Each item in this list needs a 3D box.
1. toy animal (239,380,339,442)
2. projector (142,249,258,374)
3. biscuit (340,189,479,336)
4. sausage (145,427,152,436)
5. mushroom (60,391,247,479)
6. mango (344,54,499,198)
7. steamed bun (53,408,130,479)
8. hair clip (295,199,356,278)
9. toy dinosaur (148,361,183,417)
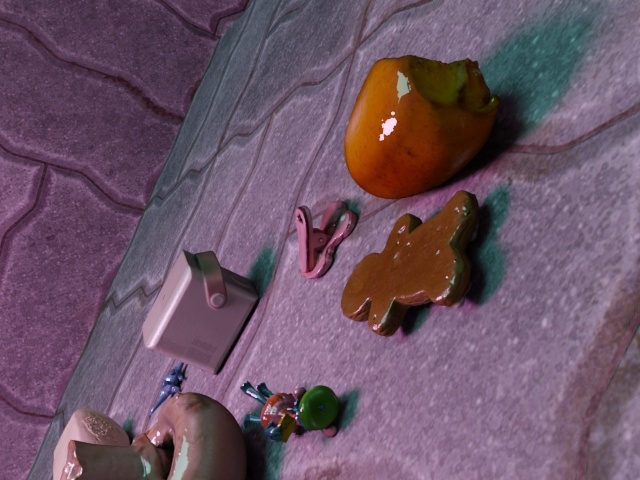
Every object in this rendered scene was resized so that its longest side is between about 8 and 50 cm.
[{"bbox_3d":[-0.058,0.265,1.197,0.103,0.100,0.208,-31,16,-34],"label":"toy animal"},{"bbox_3d":[-0.259,0.146,1.709,0.243,0.177,0.163,-62,23,7],"label":"projector"},{"bbox_3d":[0.123,0.044,1.105,0.301,0.049,0.197,-32,32,54],"label":"biscuit"},{"bbox_3d":[-0.327,0.513,1.545,0.112,0.112,0.328,-50,27,32],"label":"sausage"},{"bbox_3d":[-0.280,0.385,1.312,0.292,0.290,0.293,-49,28,39],"label":"mushroom"},{"bbox_3d":[0.123,-0.169,1.175,0.199,0.201,0.350,-40,2,-24],"label":"mango"},{"bbox_3d":[-0.598,0.571,2.041,0.200,0.154,0.250,-63,27,9],"label":"steamed bun"},{"bbox_3d":[0.011,0.000,1.451,0.123,0.102,0.138,-146,51,-71],"label":"hair clip"},{"bbox_3d":[-0.364,0.348,1.908,0.197,0.045,0.080,-60,7,-11],"label":"toy dinosaur"}]
